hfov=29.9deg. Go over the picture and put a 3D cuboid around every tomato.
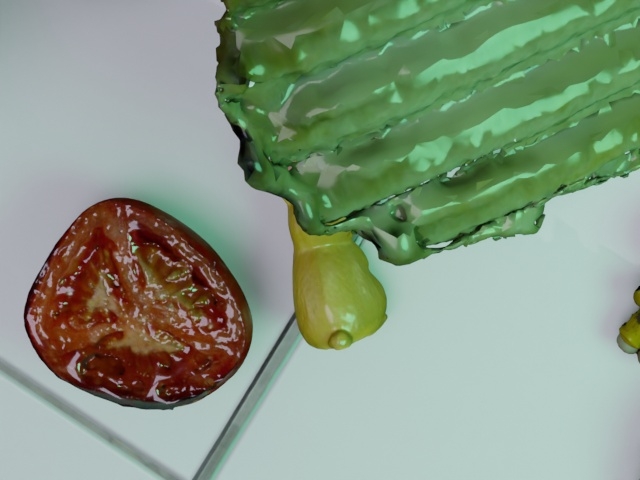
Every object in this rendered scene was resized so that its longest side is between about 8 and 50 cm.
[{"bbox_3d":[-0.133,0.055,0.951,0.174,0.082,0.166,36,109,7],"label":"tomato"}]

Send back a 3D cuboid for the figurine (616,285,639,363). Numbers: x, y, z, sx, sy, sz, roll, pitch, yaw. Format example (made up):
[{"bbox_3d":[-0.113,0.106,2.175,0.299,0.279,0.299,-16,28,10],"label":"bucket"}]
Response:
[{"bbox_3d":[0.261,0.029,0.846,0.143,0.068,0.101,-30,90,38],"label":"figurine"}]

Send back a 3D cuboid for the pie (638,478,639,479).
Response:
[{"bbox_3d":[0.384,0.210,0.860,0.339,0.077,0.339,3,101,14],"label":"pie"}]

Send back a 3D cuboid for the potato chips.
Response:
[{"bbox_3d":[0.131,-0.170,0.704,0.429,0.070,0.358,-24,121,-5],"label":"potato chips"}]

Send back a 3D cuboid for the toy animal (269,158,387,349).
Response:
[{"bbox_3d":[0.001,0.000,0.903,0.070,0.083,0.159,-13,94,11],"label":"toy animal"}]
